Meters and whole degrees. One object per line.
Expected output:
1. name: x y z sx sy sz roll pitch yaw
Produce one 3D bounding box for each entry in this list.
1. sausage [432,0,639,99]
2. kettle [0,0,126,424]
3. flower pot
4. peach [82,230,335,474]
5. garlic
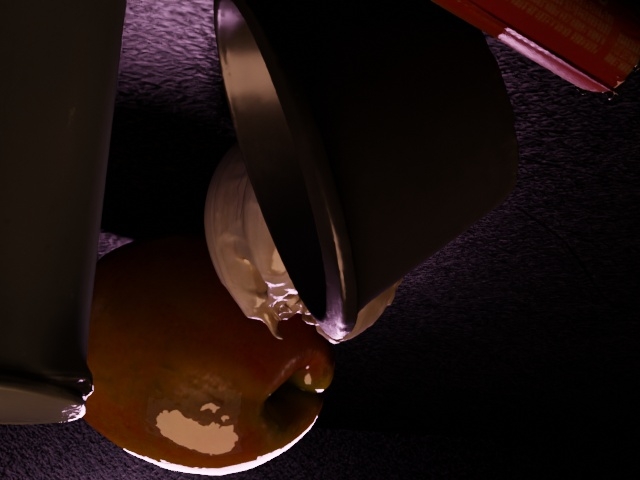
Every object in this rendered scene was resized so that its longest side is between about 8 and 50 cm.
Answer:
1. sausage: 0.117 -0.168 0.829 0.083 0.083 0.264 -14 156 42
2. kettle: -0.275 -0.042 0.881 0.265 0.318 0.205 6 165 -16
3. flower pot: 0.036 -0.080 0.919 0.166 0.269 0.269 -19 167 -12
4. peach: -0.154 0.126 1.513 0.332 0.308 0.308 12 169 26
5. garlic: -0.015 -0.006 1.189 0.184 0.203 0.281 19 169 9
